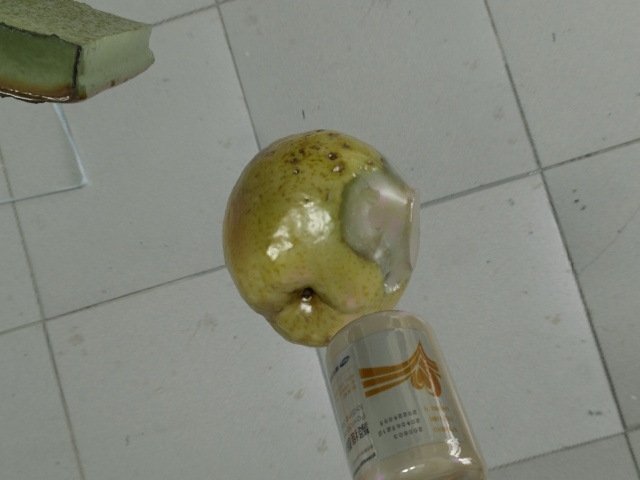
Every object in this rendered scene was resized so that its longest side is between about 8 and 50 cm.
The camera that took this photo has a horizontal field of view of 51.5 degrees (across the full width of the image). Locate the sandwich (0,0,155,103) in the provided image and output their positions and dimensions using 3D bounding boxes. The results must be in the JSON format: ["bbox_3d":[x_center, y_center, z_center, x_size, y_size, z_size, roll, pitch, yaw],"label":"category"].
[{"bbox_3d":[-0.282,-0.186,0.561,0.244,0.212,0.063,19,112,-3],"label":"sandwich"}]

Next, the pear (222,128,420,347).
[{"bbox_3d":[0.000,0.000,0.839,0.271,0.271,0.271,0,86,4],"label":"pear"}]

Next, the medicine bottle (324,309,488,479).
[{"bbox_3d":[0.081,0.187,0.568,0.114,0.114,0.252,-18,48,3],"label":"medicine bottle"}]
